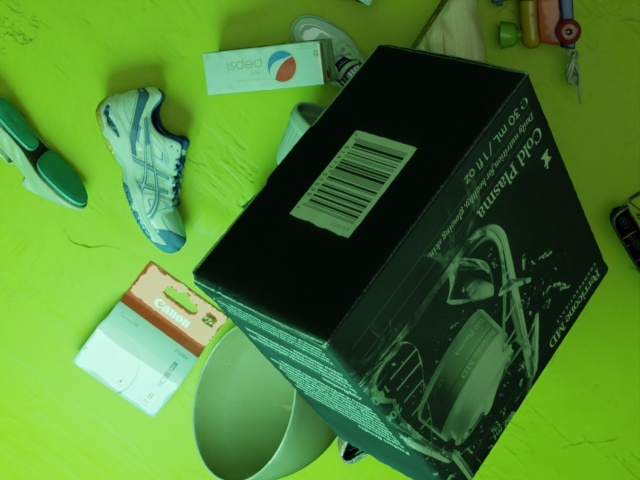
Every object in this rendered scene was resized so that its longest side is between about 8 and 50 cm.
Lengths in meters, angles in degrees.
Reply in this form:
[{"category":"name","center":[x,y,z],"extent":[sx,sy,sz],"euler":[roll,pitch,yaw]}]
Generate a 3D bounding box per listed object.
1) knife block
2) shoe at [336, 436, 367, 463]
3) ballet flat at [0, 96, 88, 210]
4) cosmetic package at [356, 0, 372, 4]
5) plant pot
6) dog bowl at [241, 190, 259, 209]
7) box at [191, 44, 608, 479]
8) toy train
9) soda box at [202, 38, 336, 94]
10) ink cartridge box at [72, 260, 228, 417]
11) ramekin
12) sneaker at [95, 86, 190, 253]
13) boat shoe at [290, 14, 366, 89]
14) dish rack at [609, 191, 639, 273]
[{"category":"knife block","center":[0.259,-0.273,1.675],"extent":[0.242,0.088,0.276],"euler":[32,100,-9]},{"category":"shoe","center":[0.101,0.348,1.823],"extent":[0.063,0.081,0.178],"euler":[43,99,-10]},{"category":"ballet flat","center":[-0.512,-0.141,1.701],"extent":[0.086,0.086,0.248],"euler":[-36,100,7]},{"category":"cosmetic package","center":[0.009,-0.499,1.594],"extent":[0.231,0.085,0.117],"euler":[28,100,-18]},{"category":"plant pot","center":[-0.071,0.303,1.738],"extent":[0.191,0.284,0.284],"euler":[20,105,-40]},{"category":"dog bowl","center":[0.000,0.000,1.702],"extent":[0.297,0.166,0.074],"euler":[35,89,-9]},{"category":"box","center":[0.148,0.049,1.469],"extent":[0.480,0.297,0.472],"euler":[-52,136,-16]},{"category":"toy train","center":[0.370,-0.351,1.657],"extent":[0.143,0.105,0.248],"euler":[-4,104,10]},{"category":"soda box","center":[-0.086,-0.294,1.636],"extent":[0.216,0.069,0.074],"euler":[-2,104,20]},{"category":"ink cartridge box","center":[-0.315,0.186,1.790],"extent":[0.189,0.066,0.232],"euler":[37,104,-9]},{"category":"ramekin","center":[0.023,-0.138,1.647],"extent":[0.207,0.207,0.109],"euler":[27,111,-8]},{"category":"sneaker","center":[-0.281,-0.124,1.686],"extent":[0.131,0.112,0.297],"euler":[-20,104,3]},{"category":"boat shoe","center":[0.043,-0.306,1.667],"extent":[0.226,0.076,0.083],"euler":[38,99,-10]},{"category":"dish rack","center":[0.677,-0.035,1.749],"extent":[0.271,0.074,0.208],"euler":[-33,103,6]}]
